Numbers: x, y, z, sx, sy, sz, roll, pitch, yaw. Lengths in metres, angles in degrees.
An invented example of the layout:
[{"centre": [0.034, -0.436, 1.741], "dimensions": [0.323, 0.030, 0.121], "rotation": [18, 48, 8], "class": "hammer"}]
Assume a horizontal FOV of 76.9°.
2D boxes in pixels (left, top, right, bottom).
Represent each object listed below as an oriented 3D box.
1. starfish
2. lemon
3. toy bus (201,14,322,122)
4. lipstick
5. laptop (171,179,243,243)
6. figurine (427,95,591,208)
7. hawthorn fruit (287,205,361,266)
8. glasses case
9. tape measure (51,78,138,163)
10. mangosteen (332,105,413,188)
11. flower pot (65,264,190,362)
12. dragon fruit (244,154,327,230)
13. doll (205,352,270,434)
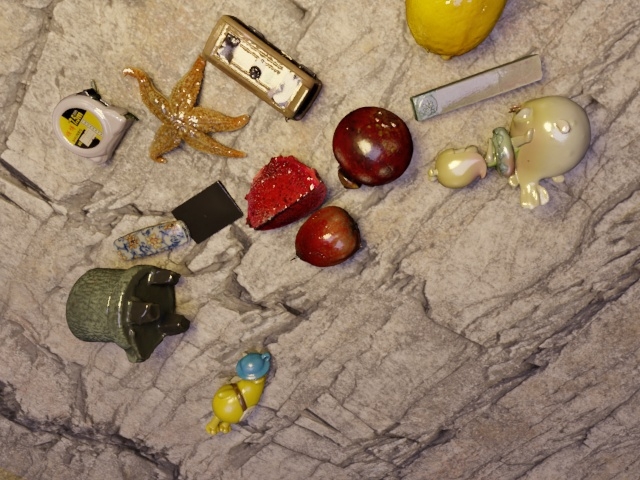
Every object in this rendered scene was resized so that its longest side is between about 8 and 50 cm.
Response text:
[{"centre": [-0.381, -0.335, 1.118], "dimensions": [0.327, 0.094, 0.375], "rotation": [-38, 110, 15], "class": "starfish"}, {"centre": [0.307, -0.563, 0.911], "dimensions": [0.236, 0.236, 0.262], "rotation": [-5, 89, 5], "class": "lemon"}, {"centre": [-0.141, -0.433, 1.027], "dimensions": [0.290, 0.157, 0.139], "rotation": [35, 110, -10], "class": "toy bus"}, {"centre": [0.400, -0.398, 1.056], "dimensions": [0.318, 0.068, 0.066], "rotation": [-17, 109, 10], "class": "lipstick"}, {"centre": [-0.352, -0.086, 1.260], "dimensions": [0.197, 0.016, 0.135], "rotation": [-28, 108, 16], "class": "laptop"}, {"centre": [0.483, -0.206, 1.058], "dimensions": [0.395, 0.227, 0.274], "rotation": [-13, 84, 19], "class": "figurine"}, {"centre": [0.000, 0.000, 1.184], "dimensions": [0.235, 0.181, 0.181], "rotation": [-24, 109, 8], "class": "hawthorn fruit"}, {"centre": [-0.534, -0.001, 1.275], "dimensions": [0.248, 0.065, 0.086], "rotation": [-14, 113, 11], "class": "glasses case"}, {"centre": [-0.643, -0.328, 1.135], "dimensions": [0.178, 0.105, 0.196], "rotation": [41, 110, -20], "class": "tape measure"}, {"centre": [0.127, -0.229, 1.085], "dimensions": [0.215, 0.215, 0.257], "rotation": [21, 143, -5], "class": "mangosteen"}, {"centre": [-0.581, 0.223, 1.253], "dimensions": [0.283, 0.299, 0.298], "rotation": [-1, 112, 10], "class": "flower pot"}, {"centre": [-0.100, -0.127, 1.163], "dimensions": [0.262, 0.162, 0.189], "rotation": [-33, 135, 19], "class": "dragon fruit"}, {"centre": [-0.282, 0.546, 1.459], "dimensions": [0.200, 0.145, 0.362], "rotation": [20, 107, -48], "class": "doll"}]
